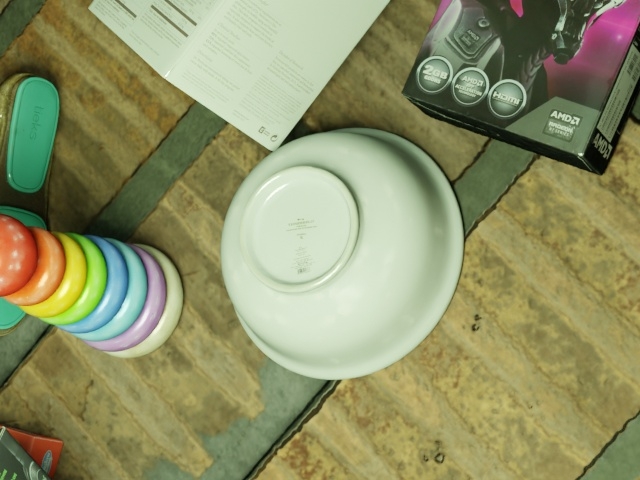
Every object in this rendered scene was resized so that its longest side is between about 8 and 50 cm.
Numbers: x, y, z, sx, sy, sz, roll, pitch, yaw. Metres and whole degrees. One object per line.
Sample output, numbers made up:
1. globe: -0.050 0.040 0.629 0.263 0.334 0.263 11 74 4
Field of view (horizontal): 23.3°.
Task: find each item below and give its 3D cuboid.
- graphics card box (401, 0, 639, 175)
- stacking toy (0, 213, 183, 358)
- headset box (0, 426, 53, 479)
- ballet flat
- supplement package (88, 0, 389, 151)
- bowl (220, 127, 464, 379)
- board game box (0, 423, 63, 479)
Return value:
1. graphics card box: 0.268 -0.281 1.707 0.233 0.094 0.371 23 89 27
2. stacking toy: -0.288 0.041 1.748 0.141 0.330 0.141 -6 75 23
3. headset box: -0.372 0.370 1.679 0.246 0.131 0.283 -30 112 21
4. ballet flat: -0.408 -0.045 1.958 0.124 0.116 0.342 -8 73 44
5. supplement package: -0.082 -0.287 1.785 0.263 0.199 0.198 -52 47 5
6. bowl: 0.000 0.000 1.739 0.298 0.134 0.298 -6 75 24
7. board game box: -0.469 0.367 1.902 0.242 0.064 0.316 11 83 26
